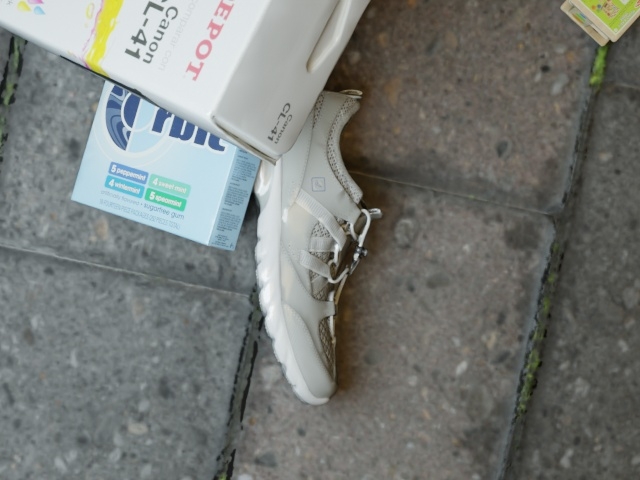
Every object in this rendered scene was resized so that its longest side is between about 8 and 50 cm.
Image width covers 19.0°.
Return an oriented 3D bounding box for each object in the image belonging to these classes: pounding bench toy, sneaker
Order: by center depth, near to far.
[{"bbox_3d":[0.000,0.000,1.624,0.115,0.105,0.281,-5,92,-2],"label":"sneaker"},{"bbox_3d":[0.256,-0.216,1.646,0.052,0.065,0.083,42,90,-3],"label":"pounding bench toy"}]

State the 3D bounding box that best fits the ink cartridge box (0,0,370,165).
[{"bbox_3d":[-0.123,-0.229,1.530,0.306,0.131,0.226,27,89,31],"label":"ink cartridge box"}]

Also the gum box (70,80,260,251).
[{"bbox_3d":[-0.117,-0.100,1.606,0.157,0.041,0.184,18,91,33],"label":"gum box"}]
